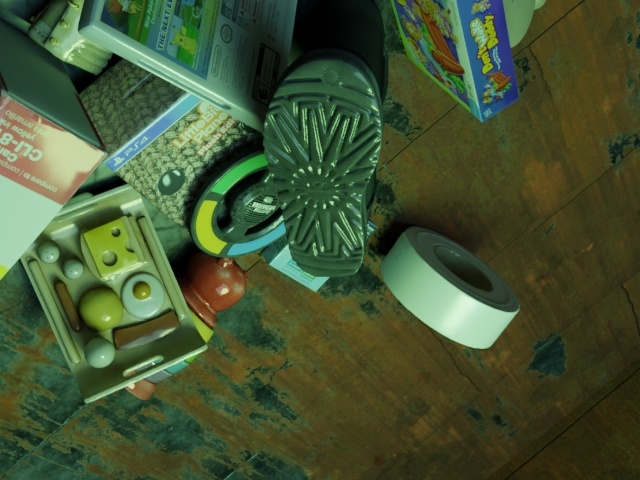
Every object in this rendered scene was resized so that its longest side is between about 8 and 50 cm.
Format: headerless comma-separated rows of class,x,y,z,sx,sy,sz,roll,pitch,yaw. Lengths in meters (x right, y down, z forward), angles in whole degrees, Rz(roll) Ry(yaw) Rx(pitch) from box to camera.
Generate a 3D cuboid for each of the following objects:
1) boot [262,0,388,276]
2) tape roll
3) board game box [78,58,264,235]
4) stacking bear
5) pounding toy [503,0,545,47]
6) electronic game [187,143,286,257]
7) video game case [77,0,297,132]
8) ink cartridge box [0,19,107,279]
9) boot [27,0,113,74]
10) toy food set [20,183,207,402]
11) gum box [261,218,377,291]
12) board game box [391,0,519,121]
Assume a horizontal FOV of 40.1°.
boot,0.037,-0.228,1.252,0.146,0.445,0.367,10,137,5
tape roll,0.266,0.092,1.808,0.286,0.286,0.100,14,118,-42
board game box,-0.191,-0.165,1.334,0.232,0.141,0.291,-39,148,2
stacking bear,-0.259,0.133,1.583,0.289,0.164,0.175,-42,145,-3
pounding toy,0.296,-0.440,1.508,0.237,0.110,0.183,-46,136,-37
electronic game,-0.102,-0.061,1.373,0.229,0.048,0.229,-25,145,-19
video game case,-0.149,-0.344,1.138,0.036,0.329,0.300,-11,154,43
ink cartridge box,-0.487,-0.076,1.137,0.385,0.279,0.160,-48,137,11
boot,-0.322,-0.346,1.147,0.203,0.095,0.262,-44,148,8
toy food set,-0.342,0.081,1.426,0.219,0.092,0.306,-24,99,-16
gum box,0.000,0.000,1.721,0.184,0.041,0.157,-46,137,9
board game box,0.189,-0.382,1.365,0.078,0.233,0.347,-33,138,-6
